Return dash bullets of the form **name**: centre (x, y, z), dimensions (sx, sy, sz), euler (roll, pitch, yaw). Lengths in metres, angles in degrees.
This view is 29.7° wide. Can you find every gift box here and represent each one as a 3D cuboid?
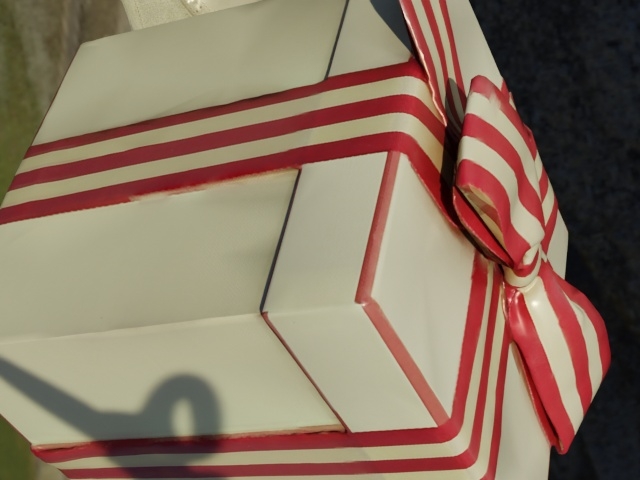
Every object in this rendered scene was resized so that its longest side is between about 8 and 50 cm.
- **gift box**: centre (0.000, 0.000, 0.627), dimensions (0.255, 0.258, 0.276), euler (54, -141, -45)

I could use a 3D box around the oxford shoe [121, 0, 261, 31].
- **oxford shoe**: centre (-0.055, -0.159, 0.931), dimensions (0.397, 0.146, 0.140), euler (46, -170, -2)
